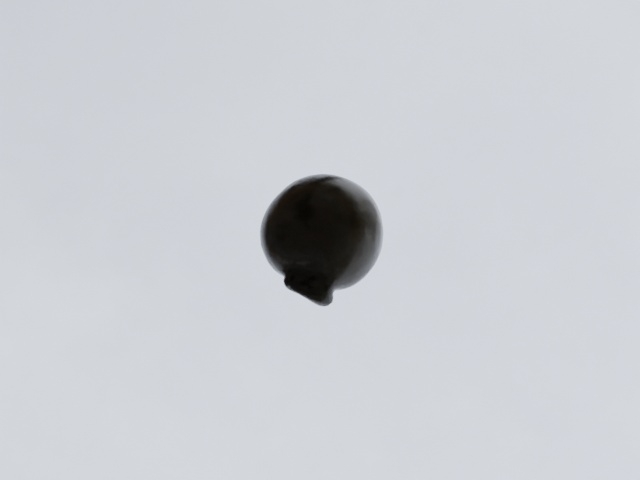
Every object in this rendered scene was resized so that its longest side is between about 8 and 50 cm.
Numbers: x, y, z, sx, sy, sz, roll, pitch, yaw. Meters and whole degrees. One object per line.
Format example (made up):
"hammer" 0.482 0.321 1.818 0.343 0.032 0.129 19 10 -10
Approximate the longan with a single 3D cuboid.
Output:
"longan" 0.000 0.000 1.308 0.106 0.106 0.119 -1 -119 25
